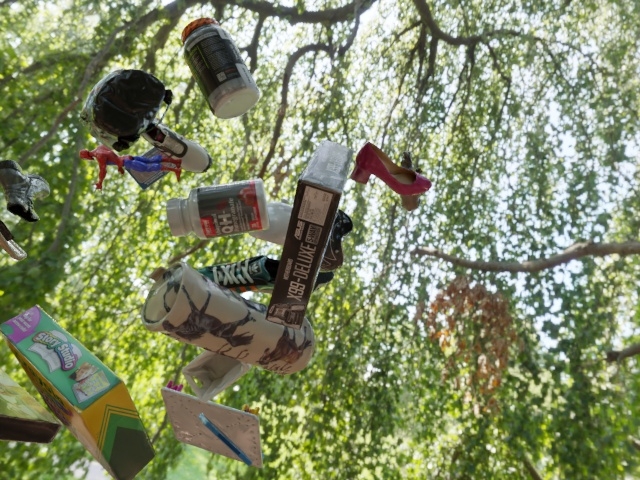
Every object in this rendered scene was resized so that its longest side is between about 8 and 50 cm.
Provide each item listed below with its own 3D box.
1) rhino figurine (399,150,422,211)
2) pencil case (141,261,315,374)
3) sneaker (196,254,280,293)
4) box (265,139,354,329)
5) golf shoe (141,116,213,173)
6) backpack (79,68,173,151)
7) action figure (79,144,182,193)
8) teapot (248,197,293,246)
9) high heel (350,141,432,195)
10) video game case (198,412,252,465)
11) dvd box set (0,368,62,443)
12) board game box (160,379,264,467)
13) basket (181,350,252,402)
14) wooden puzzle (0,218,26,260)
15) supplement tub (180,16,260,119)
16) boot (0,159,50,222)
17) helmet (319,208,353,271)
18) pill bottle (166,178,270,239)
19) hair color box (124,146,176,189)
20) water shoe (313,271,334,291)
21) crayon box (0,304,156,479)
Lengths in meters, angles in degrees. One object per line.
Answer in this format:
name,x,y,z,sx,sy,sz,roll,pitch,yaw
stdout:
rhino figurine,0.282,-0.189,1.312,0.072,0.107,0.243,8,-33,24
pencil case,-0.211,0.192,0.989,0.410,0.160,0.183,31,6,-33
sneaker,-0.203,0.090,1.115,0.301,0.108,0.121,-4,-28,-26
box,-0.018,-0.018,0.827,0.076,0.243,0.308,17,-59,0
golf shoe,-0.488,-0.309,1.356,0.272,0.105,0.120,32,6,-3
backpack,-0.373,-0.240,0.773,0.115,0.152,0.181,47,-25,-24
action figure,-0.584,-0.210,1.269,0.279,0.092,0.139,10,-52,-26
teapot,-0.163,-0.079,1.689,0.255,0.187,0.252,17,0,-28
high heel,0.204,-0.192,1.087,0.243,0.082,0.117,11,-41,-13
video game case,-0.261,0.539,1.121,0.166,0.015,0.119,48,-26,-9
dvd box set,-0.921,0.388,1.075,0.419,0.062,0.308,18,-22,29
board game box,-0.406,0.719,1.607,0.389,0.050,0.391,12,-51,11
basket,-0.272,0.342,1.136,0.113,0.167,0.103,53,6,6
wooden puzzle,-0.708,-0.086,0.832,0.220,0.044,0.239,30,-34,25
supplement tub,-0.222,-0.375,0.901,0.117,0.116,0.191,-33,-97,53
boot,-0.879,-0.123,1.232,0.083,0.161,0.246,-21,-7,-11
helmet,0.000,0.000,1.110,0.169,0.162,0.170,22,-34,16
pill bottle,-0.336,-0.099,1.379,0.317,0.177,0.176,-9,-31,-5
hair color box,-0.651,-0.299,1.606,0.105,0.173,0.347,56,-12,-23
water shoe,-0.025,0.195,1.904,0.073,0.203,0.080,56,-33,5
crayon box,-0.575,0.366,0.980,0.362,0.106,0.314,24,-47,27
